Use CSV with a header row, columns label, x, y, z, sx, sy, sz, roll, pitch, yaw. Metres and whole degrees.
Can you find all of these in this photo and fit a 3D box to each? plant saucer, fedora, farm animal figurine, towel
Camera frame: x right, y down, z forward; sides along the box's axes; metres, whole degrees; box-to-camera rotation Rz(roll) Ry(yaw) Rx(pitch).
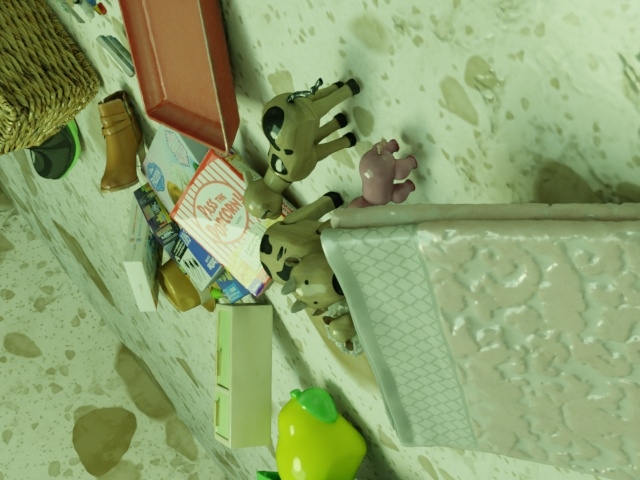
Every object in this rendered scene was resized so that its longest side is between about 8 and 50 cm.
label,x,y,z,sx,sy,sz,roll,pitch,yaw
plant saucer,-0.200,-0.274,1.155,0.258,0.047,0.259,28,136,48
fedora,-0.321,0.100,1.901,0.194,0.079,0.194,43,155,26
farm animal figurine,0.000,0.000,0.994,0.330,0.172,0.326,61,160,-1
towel,0.183,0.105,0.779,0.316,0.053,0.332,1,131,27

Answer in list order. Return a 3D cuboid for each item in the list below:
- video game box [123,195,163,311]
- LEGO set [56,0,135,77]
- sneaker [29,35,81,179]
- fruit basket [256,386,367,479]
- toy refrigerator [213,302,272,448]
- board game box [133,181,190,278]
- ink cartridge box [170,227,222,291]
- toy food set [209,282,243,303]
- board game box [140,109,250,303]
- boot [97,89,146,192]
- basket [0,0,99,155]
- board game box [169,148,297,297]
label,x,y,z,sx,sy,sz,roll,pitch,yaw
video game box,-0.403,0.032,1.885,0.205,0.048,0.187,90,-179,-54
LEGO set,-0.364,-0.373,1.320,0.244,0.060,0.182,48,-174,-13
sneaker,-0.705,-0.301,1.955,0.185,0.202,0.483,48,156,19
fruit basket,0.032,0.472,1.581,0.392,0.282,0.392,-37,46,53
toy refrigerator,-0.155,0.259,1.603,0.102,0.094,0.270,179,91,-65
board game box,-0.305,-0.023,1.655,0.141,0.048,0.170,57,177,-40
ink cartridge box,-0.203,0.019,1.428,0.097,0.046,0.207,52,157,1
toy food set,-0.242,0.067,1.753,0.192,0.038,0.132,62,157,-14
board game box,-0.185,-0.054,1.442,0.318,0.065,0.318,56,157,0
boot,-0.390,-0.187,1.556,0.197,0.072,0.153,-88,-10,-60
basket,-0.634,-0.342,1.673,0.299,0.223,0.213,53,139,3
board game box,-0.122,-0.030,1.254,0.193,0.045,0.147,42,122,8
